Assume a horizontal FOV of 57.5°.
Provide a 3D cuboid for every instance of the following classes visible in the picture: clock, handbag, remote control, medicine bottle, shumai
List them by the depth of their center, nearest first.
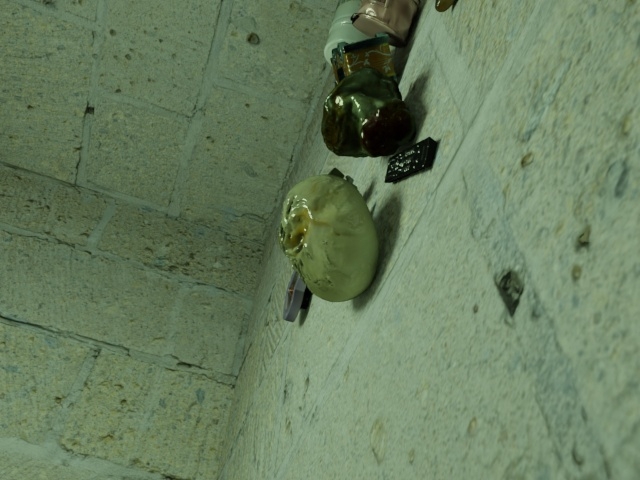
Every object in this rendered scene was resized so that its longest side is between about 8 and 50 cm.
[{"bbox_3d":[0.175,-0.155,1.174,0.245,0.025,0.063,177,110,-79],"label":"remote control"},{"bbox_3d":[0.131,-0.248,1.334,0.222,0.204,0.272,-47,-22,15],"label":"shumai"},{"bbox_3d":[0.176,-0.622,1.594,0.116,0.179,0.205,-64,11,6],"label":"handbag"},{"bbox_3d":[-0.067,0.164,1.857,0.172,0.064,0.198,150,137,-76],"label":"clock"},{"bbox_3d":[0.137,-0.733,1.957,0.190,0.190,0.332,132,155,-68],"label":"medicine bottle"}]

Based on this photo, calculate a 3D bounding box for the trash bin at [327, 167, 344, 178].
[{"bbox_3d":[0.016,-0.136,1.469,0.092,0.043,0.061,-46,6,48],"label":"trash bin"}]

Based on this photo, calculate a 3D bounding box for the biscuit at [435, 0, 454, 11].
[{"bbox_3d":[0.291,-0.607,1.272,0.208,0.047,0.164,-83,15,-47],"label":"biscuit"}]

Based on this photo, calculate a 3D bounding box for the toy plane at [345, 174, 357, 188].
[{"bbox_3d":[0.042,-0.040,1.462,0.252,0.118,0.252,-161,90,-83],"label":"toy plane"}]

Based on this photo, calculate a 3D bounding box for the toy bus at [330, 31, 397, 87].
[{"bbox_3d":[0.117,-0.478,1.644,0.275,0.138,0.167,-120,14,-76],"label":"toy bus"}]

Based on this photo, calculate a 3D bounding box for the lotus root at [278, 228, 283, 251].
[{"bbox_3d":[-0.062,-0.020,1.916,0.284,0.146,0.160,-102,31,-71],"label":"lotus root"}]

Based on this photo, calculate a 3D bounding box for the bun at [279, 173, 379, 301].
[{"bbox_3d":[0.000,0.000,1.238,0.287,0.146,0.287,28,125,50],"label":"bun"}]
